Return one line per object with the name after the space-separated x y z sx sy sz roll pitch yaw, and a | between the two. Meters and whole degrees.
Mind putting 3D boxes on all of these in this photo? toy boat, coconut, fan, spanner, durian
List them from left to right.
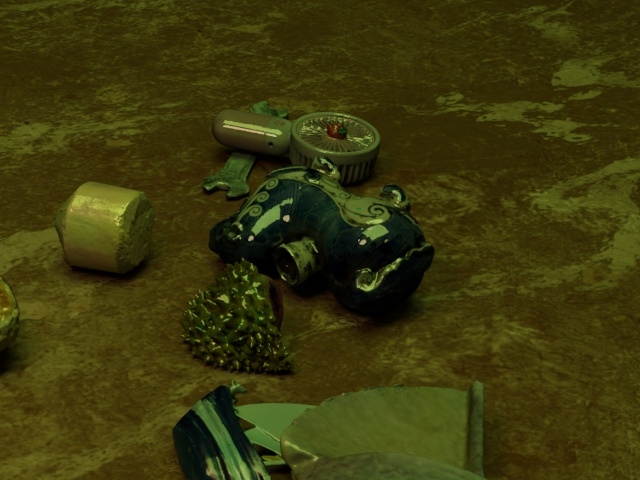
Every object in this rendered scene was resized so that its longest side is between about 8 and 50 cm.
-0.285 -0.018 2.272 0.122 0.116 0.116 11 31 17 | coconut
-0.109 0.076 2.124 0.119 0.108 0.186 -7 32 -19 | durian
-0.104 -0.135 2.584 0.071 0.017 0.302 10 31 10 | spanner
-0.036 -0.146 2.541 0.244 0.074 0.130 11 32 6 | fan
-0.010 0.217 1.941 0.291 0.067 0.220 -6 31 -21 | toy boat
0.085 0.243 1.853 0.276 0.111 0.293 7 24 -20 | toy boat

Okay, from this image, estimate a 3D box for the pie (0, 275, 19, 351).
-0.450 0.094 2.082 0.179 0.084 0.205 -10 30 -24 | pie

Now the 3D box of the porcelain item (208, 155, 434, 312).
0.000 0.000 2.250 0.186 0.138 0.288 -32 43 -30 | porcelain item
